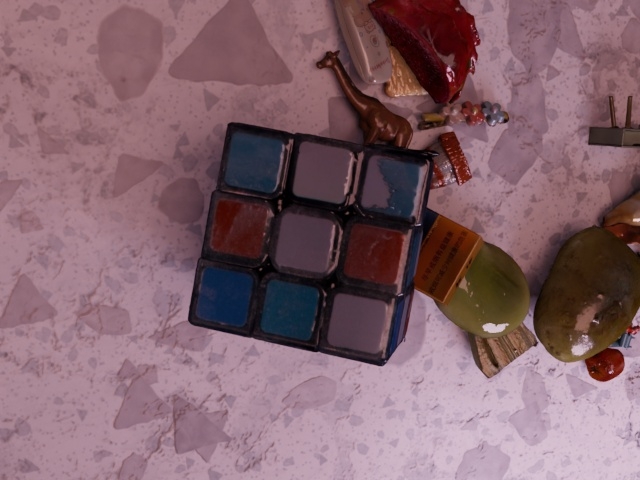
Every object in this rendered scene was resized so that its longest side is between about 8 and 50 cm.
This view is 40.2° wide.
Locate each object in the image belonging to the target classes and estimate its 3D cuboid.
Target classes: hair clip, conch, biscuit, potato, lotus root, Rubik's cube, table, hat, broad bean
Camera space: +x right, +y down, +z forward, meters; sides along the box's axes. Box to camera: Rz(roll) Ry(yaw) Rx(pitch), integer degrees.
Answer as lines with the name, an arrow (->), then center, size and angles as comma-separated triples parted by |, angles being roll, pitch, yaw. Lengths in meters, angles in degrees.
hair clip -> 0.302, -0.260, 1.802 | 0.213, 0.056, 0.062 | -8, 68, -17
conch -> 0.755, -0.076, 1.963 | 0.255, 0.127, 0.158 | -6, 132, 4
biscuit -> 0.194, -0.416, 1.752 | 0.160, 0.030, 0.250 | -8, 101, -17
potato -> 0.573, 0.121, 1.876 | 0.210, 0.173, 0.307 | 39, 76, -16
lotus root -> 0.378, 0.203, 1.887 | 0.143, 0.070, 0.144 | -26, 91, -10
Rubik's cube -> 0.000, 0.000, 1.528 | 0.363, 0.362, 0.359 | 9, 95, 6
table -> 0.726, -0.254, 1.908 | 0.240, 0.121, 0.111 | 1, 99, -19
hat -> 0.221, -0.142, 1.787 | 0.162, 0.093, 0.112 | -25, 96, 5
broad bean -> 0.320, 0.088, 1.796 | 0.263, 0.121, 0.189 | 42, 76, -2

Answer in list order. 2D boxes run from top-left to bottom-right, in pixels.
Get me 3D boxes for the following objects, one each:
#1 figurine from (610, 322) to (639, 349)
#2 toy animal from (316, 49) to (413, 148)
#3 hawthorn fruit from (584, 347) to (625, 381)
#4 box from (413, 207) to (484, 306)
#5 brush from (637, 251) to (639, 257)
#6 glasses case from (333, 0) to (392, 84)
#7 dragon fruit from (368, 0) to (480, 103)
figurine -> 0.647, 0.199, 1.983 | 0.140, 0.068, 0.075 | 21, 94, -14
toy animal -> 0.087, -0.247, 1.724 | 0.224, 0.066, 0.230 | 7, 84, -24
hawthorn fruit -> 0.649, 0.276, 1.986 | 0.093, 0.093, 0.093 | -3, 99, -18
box -> 0.181, 0.006, 1.724 | 0.237, 0.070, 0.152 | 29, 88, 22
brush -> 0.840, 0.101, 2.038 | 0.296, 0.068, 0.060 | 20, 111, -22
glasses case -> 0.083, -0.401, 1.692 | 0.081, 0.051, 0.204 | -26, 98, -42
dragon fruit -> 0.227, -0.382, 1.679 | 0.163, 0.189, 0.262 | -32, 116, 14
